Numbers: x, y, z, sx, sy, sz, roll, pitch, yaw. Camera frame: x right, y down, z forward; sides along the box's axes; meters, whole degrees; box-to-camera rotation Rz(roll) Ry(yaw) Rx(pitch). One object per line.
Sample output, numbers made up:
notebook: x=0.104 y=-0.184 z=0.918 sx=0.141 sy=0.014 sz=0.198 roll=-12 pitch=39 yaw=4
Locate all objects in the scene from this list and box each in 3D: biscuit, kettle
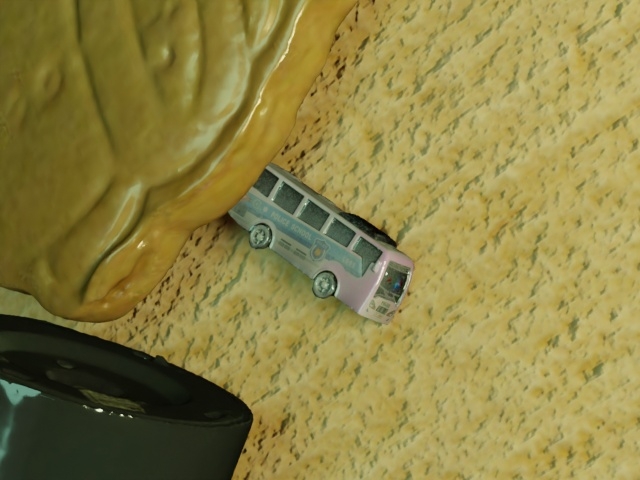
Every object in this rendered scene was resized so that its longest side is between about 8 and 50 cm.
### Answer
biscuit: x=-0.127 y=-0.129 z=1.230 sx=0.351 sy=0.057 sz=0.312 roll=-43 pitch=53 yaw=22
kettle: x=-0.203 y=0.206 z=1.155 sx=0.262 sy=0.203 sz=0.308 roll=22 pitch=97 yaw=35

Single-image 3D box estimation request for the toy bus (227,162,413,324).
toy bus: x=0.000 y=0.000 z=1.143 sx=0.130 sy=0.037 sz=0.052 roll=36 pitch=98 yaw=37
